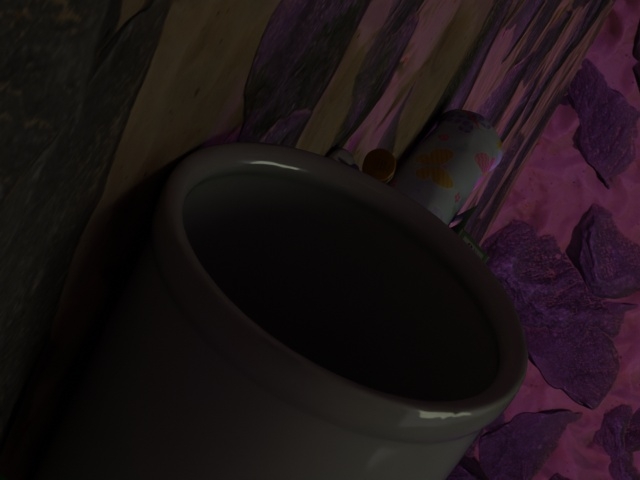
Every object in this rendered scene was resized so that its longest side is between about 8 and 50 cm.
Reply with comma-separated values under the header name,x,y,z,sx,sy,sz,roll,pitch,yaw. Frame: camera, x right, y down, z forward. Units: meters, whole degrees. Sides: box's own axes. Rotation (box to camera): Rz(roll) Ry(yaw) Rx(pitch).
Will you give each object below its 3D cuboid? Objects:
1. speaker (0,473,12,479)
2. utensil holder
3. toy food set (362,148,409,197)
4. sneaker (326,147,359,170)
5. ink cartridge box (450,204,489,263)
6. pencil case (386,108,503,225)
name,x,y,z,sx,sy,sz,roll,pitch,yaw
speaker,-0.297,0.303,1.121,0.131,0.131,0.296,-42,162,-56
utensil holder,-0.055,0.165,1.303,0.385,0.327,0.327,-61,169,29
toy food set,0.029,0.005,1.824,0.232,0.111,0.104,-56,177,-6
sneaker,0.000,0.000,1.680,0.236,0.104,0.095,-49,168,-35
ink cartridge box,0.168,0.051,2.164,0.109,0.062,0.209,-31,-162,49
pencil case,0.157,-0.069,2.188,0.273,0.113,0.124,-52,161,-32
